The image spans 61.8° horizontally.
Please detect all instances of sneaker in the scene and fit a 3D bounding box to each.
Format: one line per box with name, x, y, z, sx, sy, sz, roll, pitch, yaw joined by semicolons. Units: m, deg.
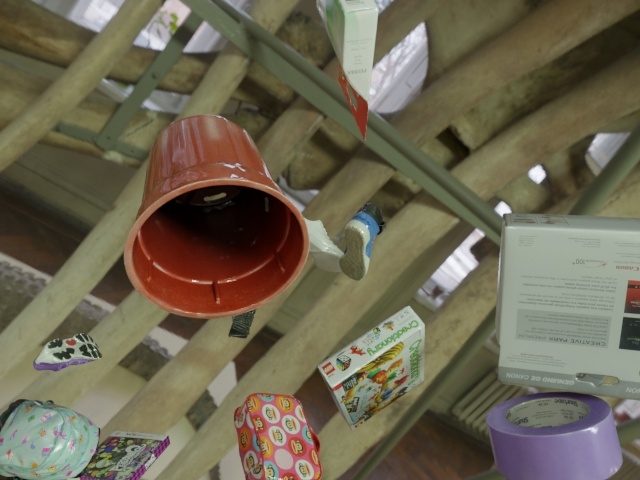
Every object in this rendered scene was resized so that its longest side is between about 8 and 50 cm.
sneaker;0.076;0.000;0.925;0.058;0.085;0.152;25;-35;22
sneaker;0.000;0.000;1.268;0.212;0.080;0.094;37;43;-41
sneaker;-0.548;0.247;1.159;0.068;0.071;0.170;56;12;18

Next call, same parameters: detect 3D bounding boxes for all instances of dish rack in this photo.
dish rack;-0.244;0.201;1.790;0.074;0.208;0.272;15;-29;0

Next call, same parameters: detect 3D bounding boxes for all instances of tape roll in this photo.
tape roll;0.365;0.309;0.845;0.189;0.188;0.080;-13;90;-73

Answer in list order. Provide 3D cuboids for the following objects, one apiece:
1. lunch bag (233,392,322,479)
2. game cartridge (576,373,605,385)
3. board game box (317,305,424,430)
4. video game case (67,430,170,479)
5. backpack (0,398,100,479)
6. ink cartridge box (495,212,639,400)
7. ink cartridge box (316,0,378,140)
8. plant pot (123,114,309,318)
lunch bag;-0.116;0.611;1.619;0.258;0.120;0.293;14;39;-36
game cartridge;0.493;0.174;1.045;0.195;0.294;0.060;14;39;5
board game box;0.109;0.256;1.027;0.053;0.193;0.305;52;-11;32
video game case;-0.614;0.674;1.645;0.232;0.210;0.042;-43;128;-67
backpack;-0.489;0.357;0.942;0.181;0.152;0.115;0;-26;20
ink cartridge box;0.450;0.102;0.872;0.309;0.272;0.130;4;14;17
ink cartridge box;0.033;-0.294;0.826;0.056;0.225;0.181;-7;51;-10
plant pot;-0.181;-0.059;0.890;0.272;0.272;0.265;30;24;-36
